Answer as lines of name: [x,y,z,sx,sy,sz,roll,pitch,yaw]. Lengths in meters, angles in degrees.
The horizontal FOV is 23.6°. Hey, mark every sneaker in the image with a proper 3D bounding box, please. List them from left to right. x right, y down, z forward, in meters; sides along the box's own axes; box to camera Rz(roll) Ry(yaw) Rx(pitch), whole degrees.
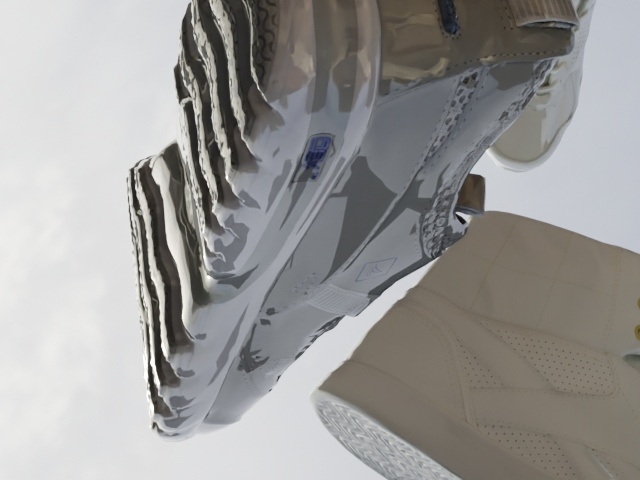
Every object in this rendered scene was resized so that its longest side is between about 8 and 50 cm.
sneaker: [0.000,0.000,0.528,0.115,0.281,0.105,-2,-111,-16]
sneaker: [0.155,-0.160,1.088,0.090,0.232,0.115,9,-169,3]
sneaker: [0.160,0.095,0.744,0.292,0.108,0.169,34,-114,14]
